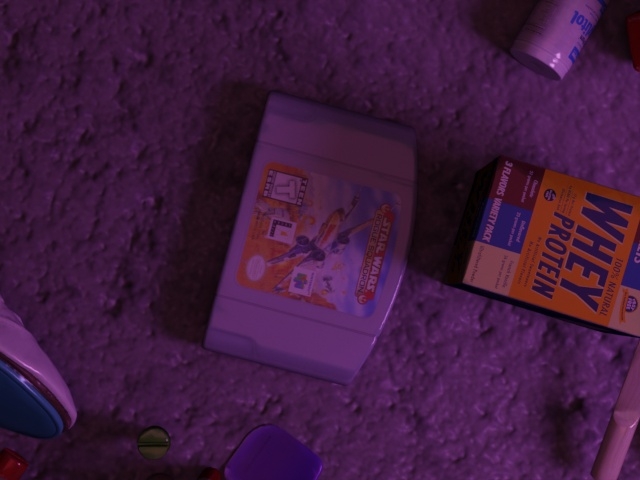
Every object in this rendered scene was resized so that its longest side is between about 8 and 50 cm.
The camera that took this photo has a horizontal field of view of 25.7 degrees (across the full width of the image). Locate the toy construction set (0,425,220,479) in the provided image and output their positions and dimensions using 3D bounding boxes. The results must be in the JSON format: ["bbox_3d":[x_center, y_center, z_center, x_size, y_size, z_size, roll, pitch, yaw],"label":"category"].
[{"bbox_3d":[-0.252,0.318,1.444,0.308,0.237,0.257,-31,89,-2],"label":"toy construction set"}]

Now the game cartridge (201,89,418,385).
[{"bbox_3d":[0.000,0.000,1.551,0.198,0.062,0.297,14,88,4],"label":"game cartridge"}]

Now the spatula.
[{"bbox_3d":[0.033,0.311,1.550,0.296,0.030,0.084,35,86,1],"label":"spatula"}]

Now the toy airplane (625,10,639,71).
[{"bbox_3d":[0.560,-0.258,1.455,0.384,0.272,0.386,35,121,13],"label":"toy airplane"}]

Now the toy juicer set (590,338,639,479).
[{"bbox_3d":[0.422,0.254,1.538,0.329,0.089,0.209,38,107,0],"label":"toy juicer set"}]

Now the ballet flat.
[{"bbox_3d":[-0.426,0.075,1.496,0.400,0.139,0.139,28,88,-18],"label":"ballet flat"}]

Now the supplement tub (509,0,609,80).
[{"bbox_3d":[0.265,-0.239,1.551,0.071,0.071,0.107,30,88,1],"label":"supplement tub"}]

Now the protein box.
[{"bbox_3d":[0.249,0.011,1.476,0.199,0.201,0.136,17,88,0],"label":"protein box"}]
